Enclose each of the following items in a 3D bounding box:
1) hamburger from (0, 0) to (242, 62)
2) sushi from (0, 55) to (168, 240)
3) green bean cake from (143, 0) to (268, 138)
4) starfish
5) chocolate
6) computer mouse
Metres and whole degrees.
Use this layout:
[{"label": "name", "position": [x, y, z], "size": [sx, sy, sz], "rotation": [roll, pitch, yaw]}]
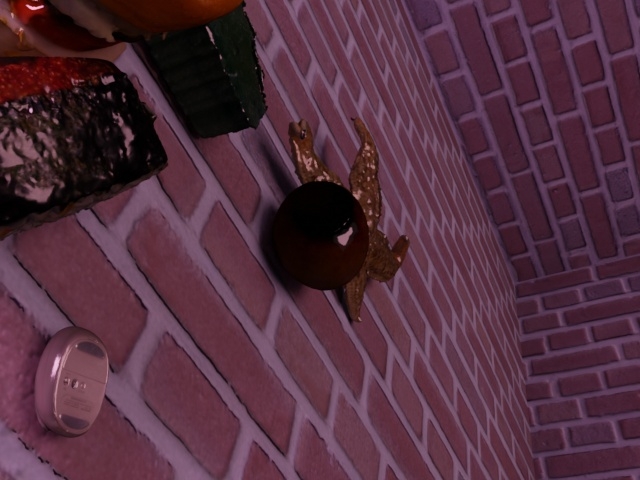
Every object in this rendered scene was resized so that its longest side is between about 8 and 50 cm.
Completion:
[{"label": "hamburger", "position": [-0.230, -0.310, 0.595], "size": [0.330, 0.250, 0.330], "rotation": [43, 39, -48]}, {"label": "sushi", "position": [-0.232, -0.075, 0.581], "size": [0.126, 0.136, 0.225], "rotation": [68, 24, -2]}, {"label": "green bean cake", "position": [-0.146, -0.261, 0.956], "size": [0.193, 0.107, 0.208], "rotation": [-74, 143, -55]}, {"label": "starfish", "position": [0.072, -0.071, 1.290], "size": [0.324, 0.082, 0.432], "rotation": [-52, 129, -50]}, {"label": "chocolate", "position": [0.000, 0.000, 1.085], "size": [0.177, 0.176, 0.177], "rotation": [48, 33, -47]}, {"label": "computer mouse", "position": [-0.221, 0.123, 0.602], "size": [0.066, 0.039, 0.096], "rotation": [43, 45, -51]}]
